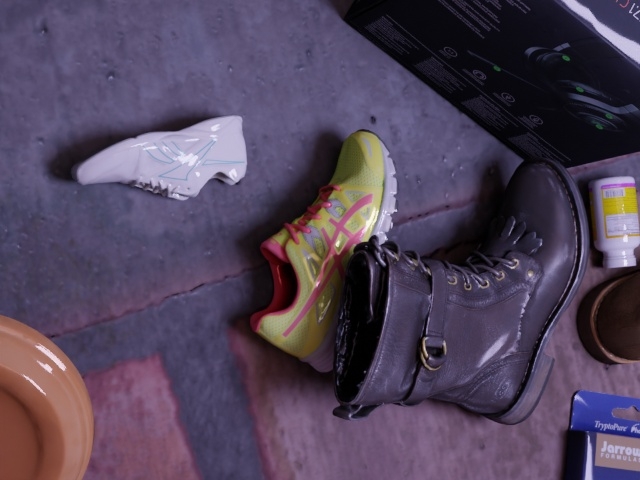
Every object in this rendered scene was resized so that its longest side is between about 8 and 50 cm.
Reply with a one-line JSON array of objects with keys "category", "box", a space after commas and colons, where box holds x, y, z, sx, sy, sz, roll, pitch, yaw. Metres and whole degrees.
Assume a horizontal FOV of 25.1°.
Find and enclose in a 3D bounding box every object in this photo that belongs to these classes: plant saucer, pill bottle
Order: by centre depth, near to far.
[{"category": "plant saucer", "box": [-0.267, 0.147, 1.058, 0.200, 0.037, 0.200, -4, 112, -9]}, {"category": "pill bottle", "box": [0.274, -0.017, 1.336, 0.043, 0.043, 0.083, -4, 88, -22]}]

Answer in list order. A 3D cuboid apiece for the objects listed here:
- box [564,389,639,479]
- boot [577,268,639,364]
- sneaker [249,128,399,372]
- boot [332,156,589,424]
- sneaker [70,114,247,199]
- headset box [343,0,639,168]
[{"category": "box", "box": [0.286, 0.257, 1.323, 0.136, 0.036, 0.225, 10, 81, -21]}, {"category": "boot", "box": [0.392, 0.029, 1.344, 0.305, 0.115, 0.112, -29, 95, -23]}, {"category": "sneaker", "box": [0.000, 0.000, 1.204, 0.094, 0.081, 0.208, 19, 79, -17]}, {"category": "boot", "box": [0.114, 0.034, 1.200, 0.229, 0.091, 0.262, 18, 80, -43]}, {"category": "sneaker", "box": [-0.127, -0.060, 1.172, 0.152, 0.054, 0.061, -14, 94, -23]}, {"category": "headset box", "box": [0.197, -0.189, 1.190, 0.246, 0.283, 0.131, 35, 74, -15]}]
